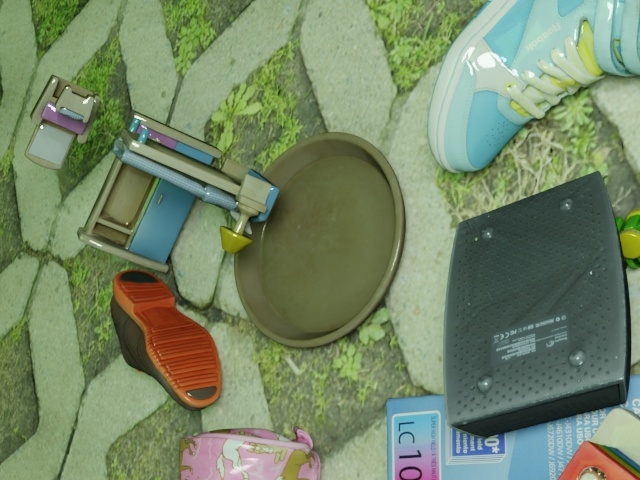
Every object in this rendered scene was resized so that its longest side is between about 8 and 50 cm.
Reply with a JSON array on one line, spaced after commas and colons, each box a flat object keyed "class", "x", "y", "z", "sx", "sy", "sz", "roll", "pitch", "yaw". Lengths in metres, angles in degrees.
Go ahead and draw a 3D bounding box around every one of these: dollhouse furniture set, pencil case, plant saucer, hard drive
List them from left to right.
[{"class": "dollhouse furniture set", "x": -0.247, "y": -0.056, "z": 1.218, "sx": 0.198, "sy": 0.286, "sz": 0.303, "roll": -65, "pitch": 23, "yaw": 5}, {"class": "pencil case", "x": -0.091, "y": 0.402, "z": 1.060, "sx": 0.160, "sy": 0.167, "sz": 0.386, "roll": -12, "pitch": 69, "yaw": 43}, {"class": "plant saucer", "x": 0.000, "y": 0.000, "z": 1.188, "sx": 0.278, "sy": 0.041, "sz": 0.277, "roll": -13, "pitch": 70, "yaw": 38}, {"class": "hard drive", "x": 0.197, "y": 0.057, "z": 0.849, "sx": 0.172, "sy": 0.054, "sz": 0.254, "roll": -22, "pitch": 36, "yaw": 28}]

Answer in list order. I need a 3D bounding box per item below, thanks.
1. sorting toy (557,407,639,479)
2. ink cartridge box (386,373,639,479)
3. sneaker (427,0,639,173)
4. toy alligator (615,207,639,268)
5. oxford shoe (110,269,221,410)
[{"class": "sorting toy", "x": 0.232, "y": 0.294, "z": 0.664, "sx": 0.255, "sy": 0.089, "sz": 0.257, "roll": 38, "pitch": 101, "yaw": 38}, {"class": "ink cartridge box", "x": 0.257, "y": 0.259, "z": 0.816, "sx": 0.395, "sy": 0.151, "sz": 0.270, "roll": -13, "pitch": 69, "yaw": 36}, {"class": "sneaker", "x": 0.255, "y": -0.181, "z": 0.964, "sx": 0.208, "sy": 0.127, "sz": 0.319, "roll": 40, "pitch": 105, "yaw": 42}, {"class": "toy alligator", "x": 0.315, "y": 0.001, "z": 0.909, "sx": 0.190, "sy": 0.056, "sz": 0.051, "roll": -11, "pitch": 112, "yaw": 37}, {"class": "oxford shoe", "x": -0.219, "y": 0.154, "z": 1.312, "sx": 0.271, "sy": 0.097, "sz": 0.098, "roll": 50, "pitch": 130, "yaw": 43}]
